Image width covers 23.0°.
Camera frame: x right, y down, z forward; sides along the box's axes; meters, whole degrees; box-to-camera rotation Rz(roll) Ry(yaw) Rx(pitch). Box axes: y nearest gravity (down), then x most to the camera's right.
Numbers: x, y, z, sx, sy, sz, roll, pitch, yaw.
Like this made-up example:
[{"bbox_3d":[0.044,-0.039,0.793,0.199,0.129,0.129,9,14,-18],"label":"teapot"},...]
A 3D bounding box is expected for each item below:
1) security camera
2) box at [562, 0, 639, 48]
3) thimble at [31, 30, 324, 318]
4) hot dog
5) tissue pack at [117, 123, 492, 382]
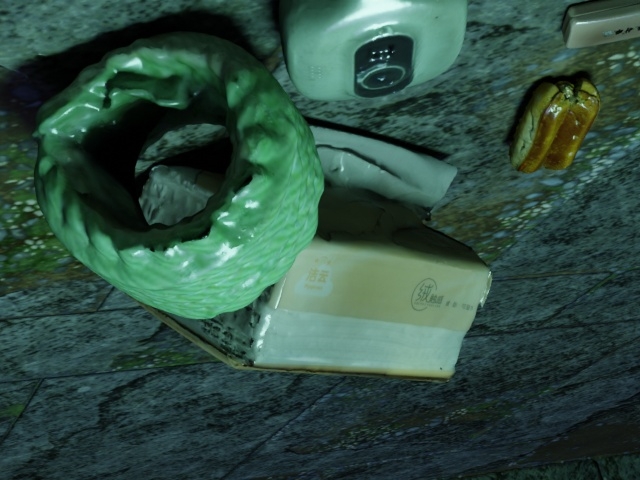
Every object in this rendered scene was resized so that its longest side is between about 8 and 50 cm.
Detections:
[{"bbox_3d":[0.038,-0.195,1.148,0.157,0.080,0.301,-12,158,-3],"label":"security camera"},{"bbox_3d":[0.268,-0.194,1.369,0.115,0.025,0.048,-12,162,-6],"label":"box"},{"bbox_3d":[-0.114,-0.055,1.241,0.219,0.219,0.150,-17,158,11],"label":"thimble"},{"bbox_3d":[0.228,-0.110,1.546,0.071,0.045,0.165,-12,161,-9],"label":"hot dog"},{"bbox_3d":[0.000,0.000,1.522,0.238,0.239,0.305,-28,156,36],"label":"tissue pack"}]
